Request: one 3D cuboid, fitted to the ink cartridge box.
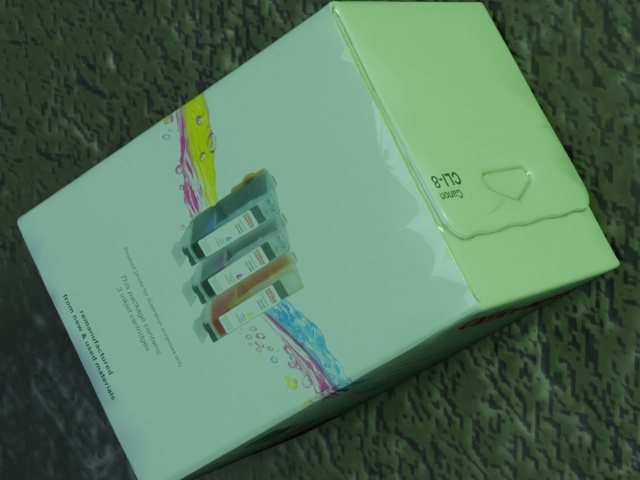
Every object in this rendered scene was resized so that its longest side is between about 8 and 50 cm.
[{"bbox_3d":[0.000,0.000,0.760,0.176,0.128,0.127,-30,80,31],"label":"ink cartridge box"}]
